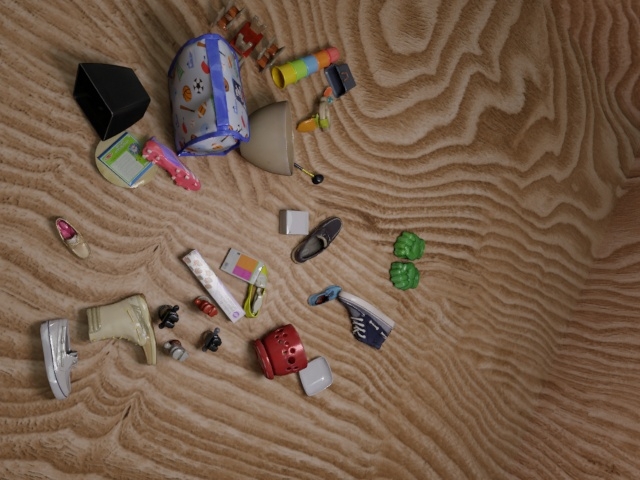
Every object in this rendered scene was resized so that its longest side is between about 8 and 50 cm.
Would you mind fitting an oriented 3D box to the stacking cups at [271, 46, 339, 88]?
[{"bbox_3d":[-0.058,-0.744,1.772,0.316,0.096,0.096,-34,105,-27],"label":"stacking cups"}]

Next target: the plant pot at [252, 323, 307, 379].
[{"bbox_3d":[-0.163,0.453,1.664,0.174,0.191,0.191,-21,99,-20],"label":"plant pot"}]

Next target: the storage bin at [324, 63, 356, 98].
[{"bbox_3d":[0.098,-0.717,1.840,0.091,0.098,0.135,-34,105,-32],"label":"storage bin"}]

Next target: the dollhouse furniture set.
[{"bbox_3d":[-0.316,-0.759,1.637,0.262,0.135,0.259,39,63,-21],"label":"dollhouse furniture set"}]

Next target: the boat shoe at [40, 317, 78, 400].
[{"bbox_3d":[-0.856,0.391,1.385,0.088,0.096,0.267,-11,87,-21],"label":"boat shoe"}]

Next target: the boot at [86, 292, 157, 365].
[{"bbox_3d":[-0.692,0.336,1.458,0.203,0.095,0.262,-14,95,-26],"label":"boot"}]

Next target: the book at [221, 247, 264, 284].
[{"bbox_3d":[-0.308,0.103,1.648,0.144,0.035,0.096,26,79,2],"label":"book"}]

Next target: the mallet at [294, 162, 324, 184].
[{"bbox_3d":[-0.074,-0.300,1.791,0.190,0.062,0.039,29,76,-8],"label":"mallet"}]

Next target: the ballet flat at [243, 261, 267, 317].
[{"bbox_3d":[-0.252,0.203,1.679,0.077,0.077,0.231,17,82,-30],"label":"ballet flat"}]

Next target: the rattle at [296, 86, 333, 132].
[{"bbox_3d":[-0.018,-0.565,1.815,0.130,0.143,0.199,22,62,-56],"label":"rattle"}]

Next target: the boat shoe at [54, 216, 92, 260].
[{"bbox_3d":[-0.839,-0.004,1.405,0.063,0.059,0.170,-38,106,-21],"label":"boat shoe"}]

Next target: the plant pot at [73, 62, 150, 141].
[{"bbox_3d":[-0.691,-0.477,1.403,0.167,0.187,0.188,-33,94,-39],"label":"plant pot"}]

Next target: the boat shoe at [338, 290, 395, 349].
[{"bbox_3d":[0.186,0.364,1.860,0.340,0.127,0.158,36,77,-25],"label":"boat shoe"}]

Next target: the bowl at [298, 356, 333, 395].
[{"bbox_3d":[-0.026,0.583,1.805,0.142,0.053,0.142,-23,99,-24],"label":"bowl"}]

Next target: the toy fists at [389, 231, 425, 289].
[{"bbox_3d":[0.415,0.099,1.992,0.142,0.096,0.279,13,86,-24],"label":"toy fists"}]

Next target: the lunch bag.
[{"bbox_3d":[-0.383,-0.478,1.442,0.239,0.385,0.327,-10,94,-25],"label":"lunch bag"}]

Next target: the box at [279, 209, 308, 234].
[{"bbox_3d":[-0.112,-0.074,1.740,0.102,0.087,0.101,1,90,-26],"label":"box"}]

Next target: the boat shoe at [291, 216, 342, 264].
[{"bbox_3d":[0.000,0.000,1.791,0.285,0.092,0.103,-39,106,-20],"label":"boat shoe"}]

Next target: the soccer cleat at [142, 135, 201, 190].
[{"bbox_3d":[-0.537,-0.281,1.535,0.248,0.083,0.095,38,44,-33],"label":"soccer cleat"}]

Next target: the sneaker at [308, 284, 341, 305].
[{"bbox_3d":[0.030,0.248,1.818,0.162,0.073,0.063,-25,101,-25],"label":"sneaker"}]

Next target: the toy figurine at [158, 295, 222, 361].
[{"bbox_3d":[-0.481,0.324,1.540,0.213,0.148,0.209,-15,103,-27],"label":"toy figurine"}]

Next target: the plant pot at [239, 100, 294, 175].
[{"bbox_3d":[-0.210,-0.390,1.616,0.191,0.284,0.284,-2,91,3],"label":"plant pot"}]

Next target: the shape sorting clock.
[{"bbox_3d":[-0.688,-0.289,1.485,0.206,0.040,0.206,2,87,-36],"label":"shape sorting clock"}]

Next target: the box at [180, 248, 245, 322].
[{"bbox_3d":[-0.414,0.176,1.609,0.063,0.067,0.324,-40,106,-20],"label":"box"}]
